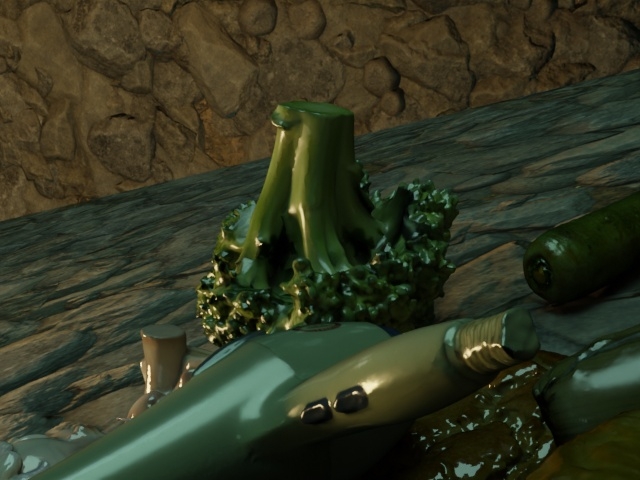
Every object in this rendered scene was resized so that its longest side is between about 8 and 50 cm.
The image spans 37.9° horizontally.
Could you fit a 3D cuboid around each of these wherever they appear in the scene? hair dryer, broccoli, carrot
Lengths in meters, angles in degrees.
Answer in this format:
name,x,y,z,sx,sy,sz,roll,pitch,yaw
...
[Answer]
name,x,y,z,sx,sy,sz,roll,pitch,yaw
hair dryer,-0.058,0.113,0.494,0.296,0.119,0.298,-23,-9,-11
broccoli,0.009,0.013,0.895,0.235,0.260,0.288,24,0,-43
carrot,0.342,-0.021,0.964,0.358,0.074,0.074,-22,13,-34

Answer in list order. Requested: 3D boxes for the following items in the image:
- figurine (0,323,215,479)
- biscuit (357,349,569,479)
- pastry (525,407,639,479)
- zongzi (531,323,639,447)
name,x,y,z,sx,sy,sz,roll,pitch,yaw
figurine,-0.160,0.163,0.642,0.236,0.141,0.162,-27,21,-38
biscuit,0.097,0.132,0.677,0.226,0.042,0.226,-15,12,3
pastry,0.185,0.147,0.343,0.235,0.132,0.240,-13,17,-24
zongzi,0.247,0.091,0.467,0.221,0.112,0.242,-17,7,-9
